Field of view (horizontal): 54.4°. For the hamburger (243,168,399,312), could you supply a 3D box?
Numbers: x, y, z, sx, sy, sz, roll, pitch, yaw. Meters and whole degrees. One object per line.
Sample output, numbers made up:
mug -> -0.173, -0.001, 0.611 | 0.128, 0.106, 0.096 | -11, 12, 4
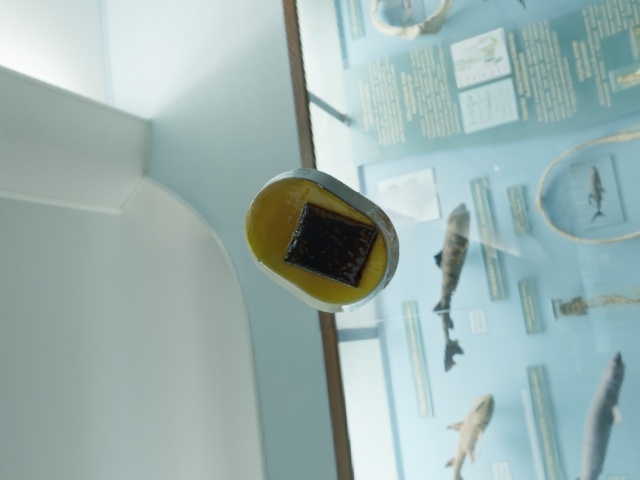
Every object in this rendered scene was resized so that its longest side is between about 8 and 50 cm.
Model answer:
hamburger -> 0.000, 0.000, 1.143 | 0.295, 0.227, 0.151 | 36, -173, 7
